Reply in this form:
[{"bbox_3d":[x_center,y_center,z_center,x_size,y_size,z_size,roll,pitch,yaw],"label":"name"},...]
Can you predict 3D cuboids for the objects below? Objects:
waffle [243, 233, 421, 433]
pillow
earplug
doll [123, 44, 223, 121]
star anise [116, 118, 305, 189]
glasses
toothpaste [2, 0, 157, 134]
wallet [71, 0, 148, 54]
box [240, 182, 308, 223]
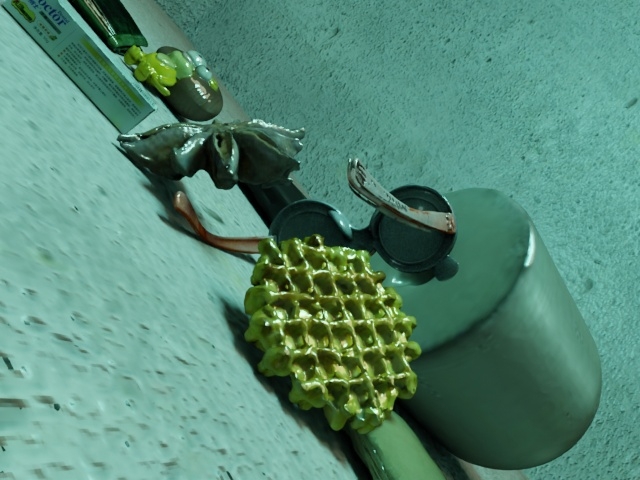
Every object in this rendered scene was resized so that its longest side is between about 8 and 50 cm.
[{"bbox_3d":[0.015,0.074,0.563,0.191,0.038,0.191,26,43,-27],"label":"waffle"},{"bbox_3d":[0.081,0.211,0.554,0.119,0.053,0.208,50,1,-39],"label":"pillow"},{"bbox_3d":[0.244,0.166,0.988,0.394,0.312,0.313,52,4,-29],"label":"earplug"},{"bbox_3d":[-0.224,-0.256,1.054,0.145,0.096,0.188,43,15,-2],"label":"doll"},{"bbox_3d":[-0.107,-0.090,0.667,0.195,0.182,0.065,-82,177,-67],"label":"star anise"},{"bbox_3d":[0.000,0.000,0.654,0.268,0.234,0.118,-1,86,-66],"label":"glasses"},{"bbox_3d":[-0.230,-0.179,0.642,0.164,0.046,0.034,49,7,-20],"label":"toothpaste"},{"bbox_3d":[-0.363,-0.391,1.007,0.236,0.055,0.160,51,11,-10],"label":"wallet"},{"bbox_3d":[-0.037,-0.033,1.207,0.289,0.073,0.290,52,5,22],"label":"box"}]
